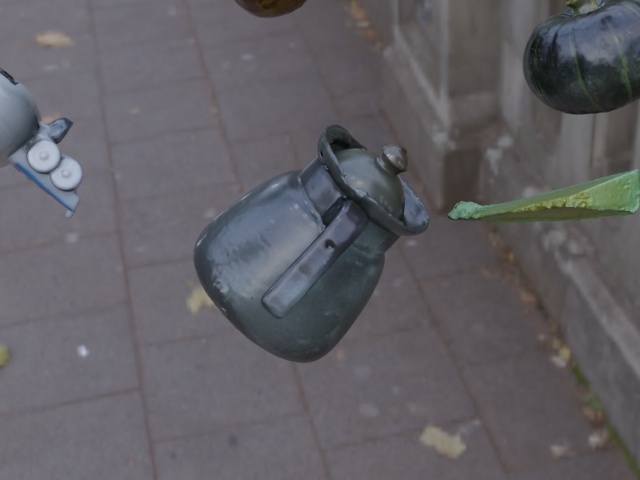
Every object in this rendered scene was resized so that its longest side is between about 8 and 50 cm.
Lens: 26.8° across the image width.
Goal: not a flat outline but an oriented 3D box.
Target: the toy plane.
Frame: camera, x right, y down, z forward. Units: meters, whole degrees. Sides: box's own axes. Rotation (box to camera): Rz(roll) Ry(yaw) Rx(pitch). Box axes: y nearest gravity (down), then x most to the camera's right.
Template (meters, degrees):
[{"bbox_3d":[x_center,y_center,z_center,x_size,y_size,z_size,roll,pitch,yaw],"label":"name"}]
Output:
[{"bbox_3d":[-0.352,-0.119,1.383,0.267,0.267,0.122,26,74,36],"label":"toy plane"}]

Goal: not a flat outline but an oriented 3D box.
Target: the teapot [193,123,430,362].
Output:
[{"bbox_3d":[-0.012,-0.017,1.629,0.223,0.285,0.305,51,19,22],"label":"teapot"}]

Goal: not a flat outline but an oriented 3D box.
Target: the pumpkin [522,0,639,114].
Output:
[{"bbox_3d":[0.299,-0.204,1.444,0.167,0.125,0.167,-21,36,16],"label":"pumpkin"}]

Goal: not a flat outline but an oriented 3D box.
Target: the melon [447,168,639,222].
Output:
[{"bbox_3d":[0.272,-0.039,1.690,0.262,0.053,0.114,-8,7,42],"label":"melon"}]

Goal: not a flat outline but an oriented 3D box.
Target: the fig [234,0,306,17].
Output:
[{"bbox_3d":[-0.070,-0.389,1.713,0.148,0.202,0.149,-36,13,-32],"label":"fig"}]
